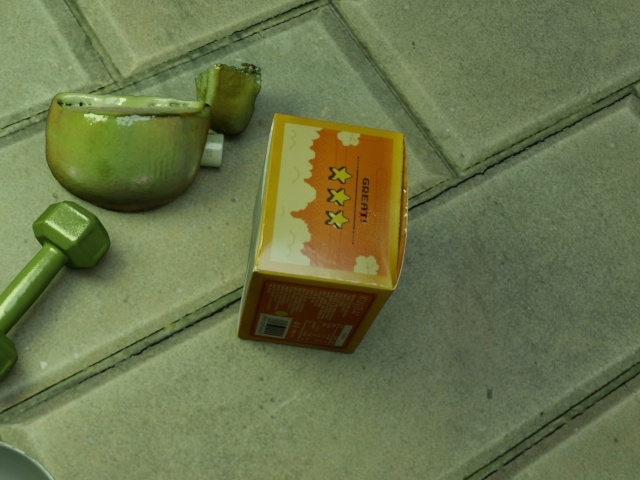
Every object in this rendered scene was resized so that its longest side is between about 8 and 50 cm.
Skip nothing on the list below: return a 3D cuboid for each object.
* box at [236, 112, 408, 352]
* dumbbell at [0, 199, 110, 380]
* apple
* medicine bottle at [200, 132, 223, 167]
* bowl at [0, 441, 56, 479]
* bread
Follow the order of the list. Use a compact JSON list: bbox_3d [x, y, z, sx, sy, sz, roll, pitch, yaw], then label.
[{"bbox_3d":[0.000,0.000,1.356,0.213,0.283,0.260,10,64,-6],"label":"box"},{"bbox_3d":[-0.446,0.075,1.342,0.108,0.121,0.302,17,60,31],"label":"dumbbell"},{"bbox_3d":[-0.313,-0.133,1.422,0.265,0.120,0.193,4,107,-5],"label":"apple"},{"bbox_3d":[-0.282,-0.163,1.508,0.231,0.059,0.059,5,65,-8],"label":"medicine bottle"},{"bbox_3d":[-0.462,0.413,1.163,0.287,0.144,0.287,4,65,-8],"label":"bowl"},{"bbox_3d":[-0.161,-0.236,1.521,0.103,0.156,0.110,1,85,-19],"label":"bread"}]
